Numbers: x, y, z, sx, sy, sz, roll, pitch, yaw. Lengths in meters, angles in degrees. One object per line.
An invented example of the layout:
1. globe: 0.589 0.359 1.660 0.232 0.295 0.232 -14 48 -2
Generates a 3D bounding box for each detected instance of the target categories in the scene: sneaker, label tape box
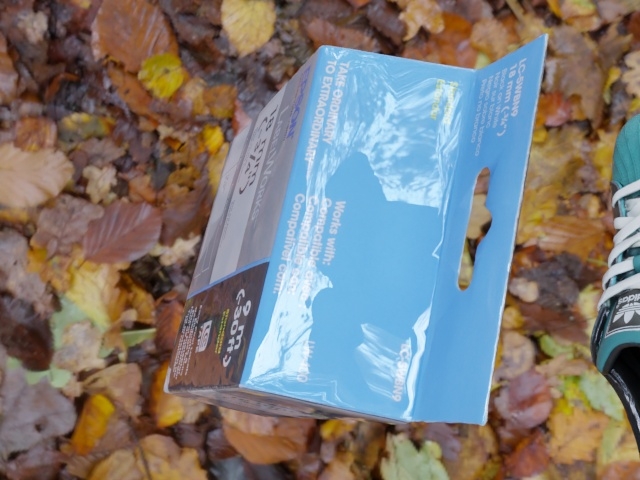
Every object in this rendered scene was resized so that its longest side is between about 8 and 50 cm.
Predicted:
1. sneaker: 0.255 0.037 0.583 0.121 0.108 0.302 3 70 -31
2. label tape box: 0.000 0.000 0.579 0.106 0.334 0.240 18 73 -19
